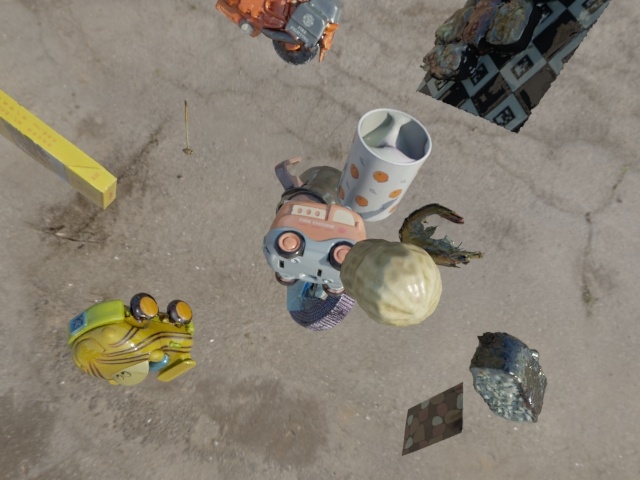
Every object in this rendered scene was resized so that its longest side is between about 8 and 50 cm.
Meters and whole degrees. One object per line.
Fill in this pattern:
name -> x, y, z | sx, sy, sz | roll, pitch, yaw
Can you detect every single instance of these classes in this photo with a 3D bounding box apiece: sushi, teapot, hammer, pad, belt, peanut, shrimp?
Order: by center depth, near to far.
sushi -> 0.279, -0.342, 0.698 | 0.059, 0.292, 0.293 | 20, 107, -33
peanut -> 0.103, 0.060, 0.705 | 0.136, 0.298, 0.120 | 44, 88, -7
hammer -> -0.288, -0.242, 0.980 | 0.029, 0.122, 0.014 | 19, 37, 14
sushi -> 0.416, 0.298, 1.004 | 0.225, 0.124, 0.127 | 54, 53, -28
shrimp -> 0.328, -0.017, 1.244 | 0.058, 0.253, 0.173 | 23, 79, -49
pad -> 0.317, 0.507, 1.287 | 0.003, 0.235, 0.158 | 36, 39, -11
belt -> 0.007, 0.153, 1.588 | 0.260, 0.122, 0.324 | 6, 72, 37
teapot -> -0.035, -0.163, 1.835 | 0.306, 0.362, 0.375 | -27, 99, 23

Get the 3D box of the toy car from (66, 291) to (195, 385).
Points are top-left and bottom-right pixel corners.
toy car -> -0.362, 0.211, 0.894 | 0.200, 0.248, 0.142 | -33, 60, 23

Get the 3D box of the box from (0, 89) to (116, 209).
box -> -0.264, -0.091, 0.428 | 0.155, 0.087, 0.023 | 40, 66, -15

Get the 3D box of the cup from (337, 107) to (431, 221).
cup -> 0.171, -0.207, 1.373 | 0.213, 0.317, 0.212 | 7, 57, -10

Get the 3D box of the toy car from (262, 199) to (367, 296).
toy car -> 0.000, 0.000, 1.129 | 0.271, 0.180, 0.212 | 13, 60, 1

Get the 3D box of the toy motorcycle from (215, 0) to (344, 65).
toy motorcycle -> -0.092, -0.474, 0.804 | 0.326, 0.221, 0.147 | 36, 39, -9
